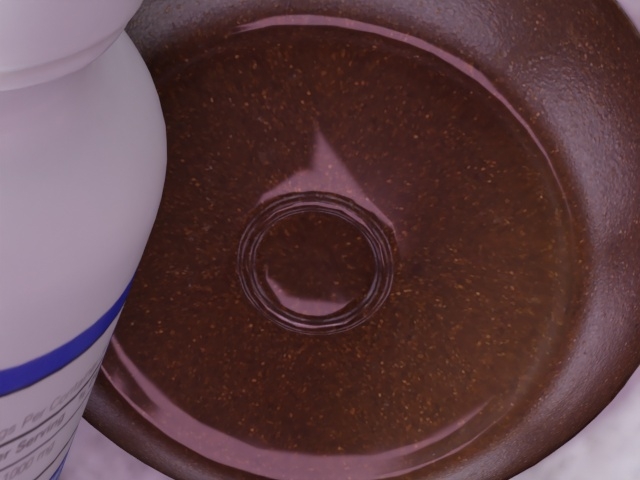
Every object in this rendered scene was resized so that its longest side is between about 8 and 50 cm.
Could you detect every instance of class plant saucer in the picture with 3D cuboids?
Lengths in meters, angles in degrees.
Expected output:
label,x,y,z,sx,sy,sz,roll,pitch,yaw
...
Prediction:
label,x,y,z,sx,sy,sz,roll,pitch,yaw
plant saucer,0.000,0.000,0.534,0.198,0.036,0.199,2,117,5

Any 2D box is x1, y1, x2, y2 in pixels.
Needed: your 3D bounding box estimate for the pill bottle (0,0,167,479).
label,x,y,z,sx,sy,sz,roll,pitch,yaw
pill bottle,-0.124,0.009,0.464,0.152,0.152,0.272,19,125,-4
